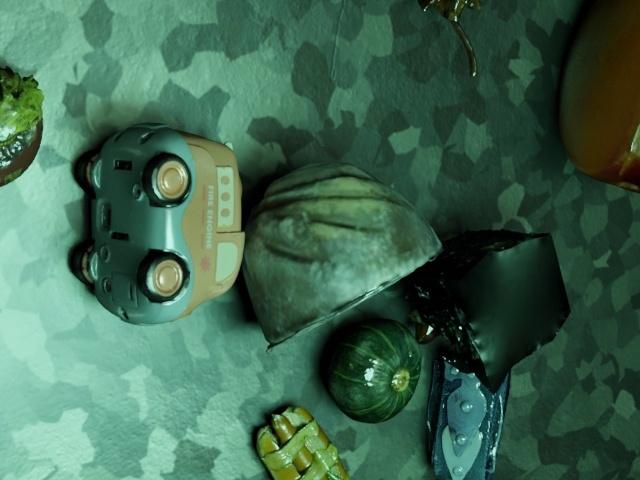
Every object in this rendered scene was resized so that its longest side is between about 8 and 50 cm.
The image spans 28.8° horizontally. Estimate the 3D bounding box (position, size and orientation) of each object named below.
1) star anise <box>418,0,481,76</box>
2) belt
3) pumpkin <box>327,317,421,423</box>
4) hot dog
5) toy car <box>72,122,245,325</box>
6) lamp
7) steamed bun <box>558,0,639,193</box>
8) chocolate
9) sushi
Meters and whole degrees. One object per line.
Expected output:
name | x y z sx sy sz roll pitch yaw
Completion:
star anise | 0.199 -0.392 1.952 0.177 0.073 0.234 19 69 -42
belt | 0.236 0.287 2.052 0.122 0.128 0.218 -9 107 -71
pumpkin | 0.084 0.201 1.929 0.167 0.125 0.167 -3 94 -39
hot dog | -0.011 0.365 1.922 0.109 0.072 0.269 -40 115 -21
toy car | -0.198 -0.022 1.689 0.212 0.180 0.270 -1 97 -43
lamp | -0.417 -0.140 1.542 0.156 0.135 0.157 3 97 -34
steamed bun | 0.547 -0.276 2.103 0.235 0.248 0.379 15 99 -31
chocolate | 0.000 0.000 1.779 0.303 0.303 0.213 -28 89 -28
sushi | 0.238 0.077 1.966 0.227 0.212 0.215 -40 125 -34
